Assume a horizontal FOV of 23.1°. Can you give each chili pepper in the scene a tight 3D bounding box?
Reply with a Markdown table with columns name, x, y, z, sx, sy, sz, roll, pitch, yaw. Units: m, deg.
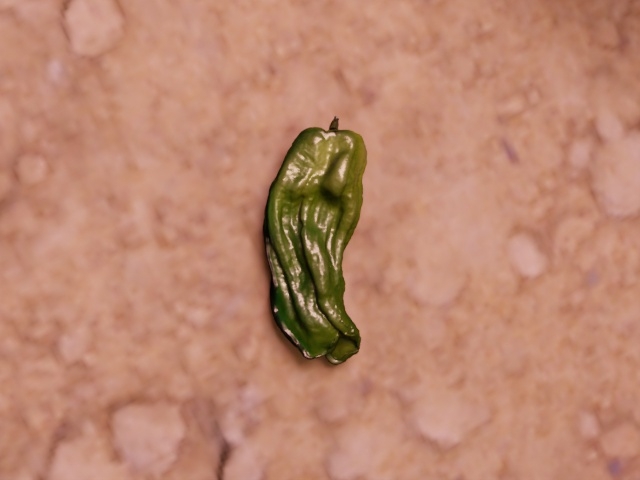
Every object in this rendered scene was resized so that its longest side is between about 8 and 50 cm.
| name | x | y | z | sx | sy | sz | roll | pitch | yaw |
| --- | --- | --- | --- | --- | --- | --- | --- | --- | --- |
| chili pepper | -0.001 | 0.001 | 0.562 | 0.034 | 0.030 | 0.091 | -2 | 96 | -43 |
